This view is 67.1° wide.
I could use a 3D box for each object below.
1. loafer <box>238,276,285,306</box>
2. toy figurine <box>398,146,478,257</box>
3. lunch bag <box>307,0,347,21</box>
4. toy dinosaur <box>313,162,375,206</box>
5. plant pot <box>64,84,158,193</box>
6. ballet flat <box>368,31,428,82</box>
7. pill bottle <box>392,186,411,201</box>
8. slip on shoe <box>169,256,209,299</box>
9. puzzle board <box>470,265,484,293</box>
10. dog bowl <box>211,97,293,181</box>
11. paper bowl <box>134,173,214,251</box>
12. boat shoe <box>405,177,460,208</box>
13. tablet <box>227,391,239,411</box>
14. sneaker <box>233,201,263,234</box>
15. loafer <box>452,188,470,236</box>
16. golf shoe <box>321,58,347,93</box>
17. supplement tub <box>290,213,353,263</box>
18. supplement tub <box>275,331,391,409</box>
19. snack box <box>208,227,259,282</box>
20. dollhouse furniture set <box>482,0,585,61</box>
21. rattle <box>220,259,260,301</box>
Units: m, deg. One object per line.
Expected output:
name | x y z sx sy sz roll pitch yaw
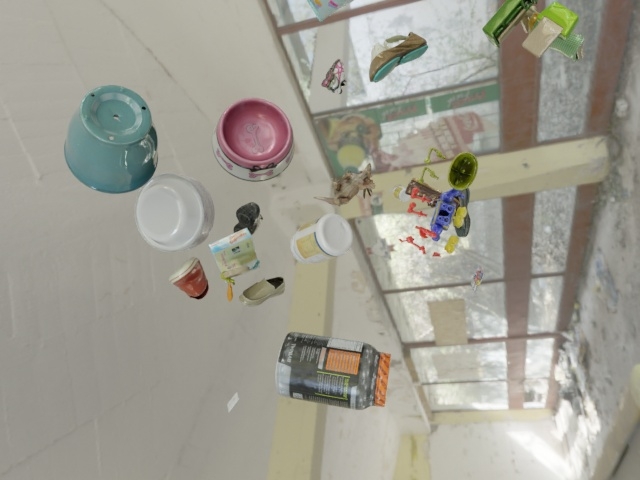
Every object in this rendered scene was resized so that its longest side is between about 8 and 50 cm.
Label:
loafer | -0.274 0.232 2.298 0.269 0.102 0.092 -21 -41 -46
toy figurine | 0.413 -0.127 1.689 0.217 0.191 0.362 -1 -74 -77
lunch bag | 0.020 -0.774 1.311 0.262 0.160 0.223 57 162 -17
toy dinosaur | 0.122 -0.213 2.055 0.127 0.296 0.200 59 -179 6
plant pot | -0.600 -0.309 1.408 0.255 0.272 0.271 146 125 -59
ballet flat | 0.277 -0.727 1.878 0.124 0.342 0.116 49 155 7
pill bottle | 0.398 -0.231 2.375 0.116 0.065 0.065 -132 28 -71
slip on shoe | -0.443 0.139 1.677 0.101 0.123 0.331 43 162 5
puzzle board | 0.690 0.172 2.130 0.128 0.011 0.096 -59 -11 -73
dog bowl | -0.315 -0.498 2.314 0.150 0.408 0.407 133 133 -73
paper bowl | -0.539 -0.098 1.738 0.148 0.284 0.284 -13 -85 -75
boat shoe | 0.424 -0.162 1.842 0.073 0.207 0.073 -61 -12 -10
tablet | -0.299 0.551 1.648 0.006 0.054 0.083 40 169 -10
sneaker | -0.330 -0.107 2.286 0.109 0.286 0.130 46 -123 5
loafer | 0.701 -0.145 2.450 0.084 0.096 0.267 -8 -79 -36
golf shoe | 0.063 -0.618 1.832 0.086 0.067 0.186 32 -130 -15
supplement tub | 0.000 0.000 1.647 0.144 0.200 0.144 11 -110 -33
supplement tub | 0.044 0.410 1.512 0.207 0.338 0.207 7 -90 -80
snack box | -0.395 0.076 2.248 0.060 0.187 0.322 59 165 25
dollhouse furniture set | 0.620 -0.565 1.384 0.197 0.151 0.301 48 -157 21
rattle | -0.345 0.176 2.193 0.200 0.130 0.142 -8 -119 -50
